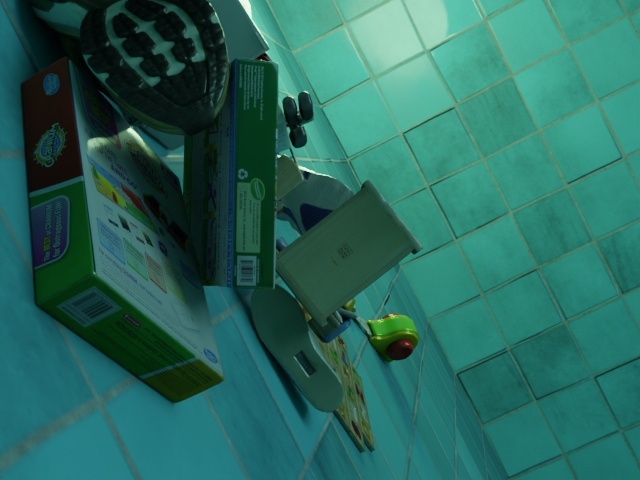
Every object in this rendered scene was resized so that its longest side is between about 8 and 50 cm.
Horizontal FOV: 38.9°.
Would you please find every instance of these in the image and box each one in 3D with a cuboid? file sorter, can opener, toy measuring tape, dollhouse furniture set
[{"bbox_3d":[-0.248,-0.411,1.511,0.277,0.193,0.173,53,10,-45],"label":"file sorter"},{"bbox_3d":[-0.046,-0.288,2.145,0.280,0.074,0.093,88,-17,-84],"label":"can opener"},{"bbox_3d":[0.170,0.214,2.282,0.330,0.121,0.121,52,15,-49],"label":"toy measuring tape"},{"bbox_3d":[0.000,0.000,1.519,0.286,0.198,0.303,52,-7,4],"label":"dollhouse furniture set"}]

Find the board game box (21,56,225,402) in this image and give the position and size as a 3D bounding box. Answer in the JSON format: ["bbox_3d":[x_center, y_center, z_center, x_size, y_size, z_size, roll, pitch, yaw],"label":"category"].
[{"bbox_3d":[-0.215,-0.012,0.981,0.242,0.064,0.316,52,15,-49],"label":"board game box"}]

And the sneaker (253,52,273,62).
[{"bbox_3d":[-0.155,-0.339,1.885,0.090,0.145,0.270,62,14,-16],"label":"sneaker"}]

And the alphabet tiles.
[{"bbox_3d":[0.026,0.240,1.756,0.285,0.011,0.342,59,11,-27],"label":"alphabet tiles"}]

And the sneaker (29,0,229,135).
[{"bbox_3d":[-0.212,-0.209,1.090,0.410,0.158,0.182,47,-21,44],"label":"sneaker"}]

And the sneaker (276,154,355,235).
[{"bbox_3d":[-0.054,-0.091,1.668,0.315,0.127,0.182,32,3,-4],"label":"sneaker"}]

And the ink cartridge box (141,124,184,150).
[{"bbox_3d":[-0.226,-0.253,1.378,0.176,0.128,0.127,68,10,23],"label":"ink cartridge box"}]

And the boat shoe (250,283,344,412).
[{"bbox_3d":[-0.043,0.170,1.426,0.227,0.079,0.081,59,-13,-4],"label":"boat shoe"}]

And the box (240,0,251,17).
[{"bbox_3d":[-0.255,-0.484,1.682,0.300,0.154,0.142,57,19,-46],"label":"box"}]

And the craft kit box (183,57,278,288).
[{"bbox_3d":[-0.113,-0.067,1.076,0.247,0.061,0.250,178,-86,-66],"label":"craft kit box"}]

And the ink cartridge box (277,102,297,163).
[{"bbox_3d":[-0.140,-0.335,2.247,0.261,0.066,0.296,75,-5,-60],"label":"ink cartridge box"}]
